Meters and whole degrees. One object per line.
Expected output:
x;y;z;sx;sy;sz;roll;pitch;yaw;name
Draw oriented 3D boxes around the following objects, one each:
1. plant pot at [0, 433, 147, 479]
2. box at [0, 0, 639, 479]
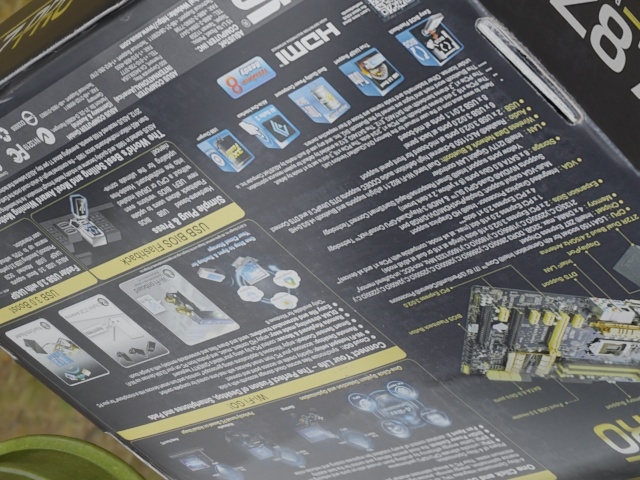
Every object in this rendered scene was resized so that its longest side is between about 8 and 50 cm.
-0.080;0.084;0.328;0.083;0.083;0.079;-5;174;25;plant pot
0.000;0.000;0.702;0.318;0.097;0.395;43;140;-21;box
